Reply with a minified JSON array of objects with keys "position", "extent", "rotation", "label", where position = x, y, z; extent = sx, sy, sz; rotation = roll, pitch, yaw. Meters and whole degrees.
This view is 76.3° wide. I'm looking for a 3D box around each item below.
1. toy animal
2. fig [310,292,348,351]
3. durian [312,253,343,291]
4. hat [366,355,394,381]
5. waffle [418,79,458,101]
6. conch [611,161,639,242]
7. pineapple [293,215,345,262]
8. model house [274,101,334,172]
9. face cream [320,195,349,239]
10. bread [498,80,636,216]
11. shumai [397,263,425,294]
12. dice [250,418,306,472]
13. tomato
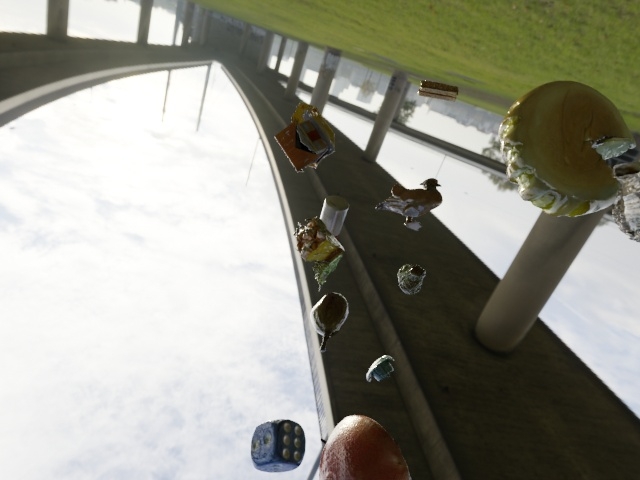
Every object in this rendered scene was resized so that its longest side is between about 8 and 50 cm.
[{"position":[0.258,-0.122,1.178],"extent":[0.188,0.089,0.179],"rotation":[3,-132,25],"label":"toy animal"},{"position":[0.028,0.333,1.636],"extent":[0.145,0.170,0.274],"rotation":[35,-148,-12],"label":"fig"},{"position":[0.020,0.135,1.853],"extent":[0.100,0.215,0.086],"rotation":[26,-163,-27],"label":"durian"},{"position":[0.255,0.534,1.677],"extent":[0.078,0.138,0.191],"rotation":[48,-177,13],"label":"hat"},{"position":[0.452,-0.575,1.565],"extent":[0.147,0.043,0.103],"rotation":[13,-145,8],"label":"waffle"},{"position":[0.659,-0.075,0.789],"extent":[0.245,0.163,0.178],"rotation":[33,170,-20],"label":"conch"},{"position":[0.000,0.000,1.452],"extent":[0.186,0.114,0.236],"rotation":[48,-160,-14],"label":"pineapple"},{"position":[-0.079,-0.359,1.455],"extent":[0.135,0.207,0.219],"rotation":[-35,-89,-37],"label":"model house"},{"position":[0.041,-0.066,1.629],"extent":[0.095,0.214,0.096],"rotation":[10,-140,-8],"label":"face cream"},{"position":[0.572,-0.220,0.985],"extent":[0.332,0.333,0.160],"rotation":[19,164,-1],"label":"bread"},{"position":[0.363,0.144,1.582],"extent":[0.098,0.087,0.124],"rotation":[1,-110,-19],"label":"shumai"},{"position":[-0.145,0.696,1.383],"extent":[0.146,0.146,0.143],"rotation":[33,-142,-35],"label":"dice"},{"position":[0.091,0.645,1.096],"extent":[0.170,0.309,0.309],"rotation":[-12,-143,-36],"label":"tomato"}]
